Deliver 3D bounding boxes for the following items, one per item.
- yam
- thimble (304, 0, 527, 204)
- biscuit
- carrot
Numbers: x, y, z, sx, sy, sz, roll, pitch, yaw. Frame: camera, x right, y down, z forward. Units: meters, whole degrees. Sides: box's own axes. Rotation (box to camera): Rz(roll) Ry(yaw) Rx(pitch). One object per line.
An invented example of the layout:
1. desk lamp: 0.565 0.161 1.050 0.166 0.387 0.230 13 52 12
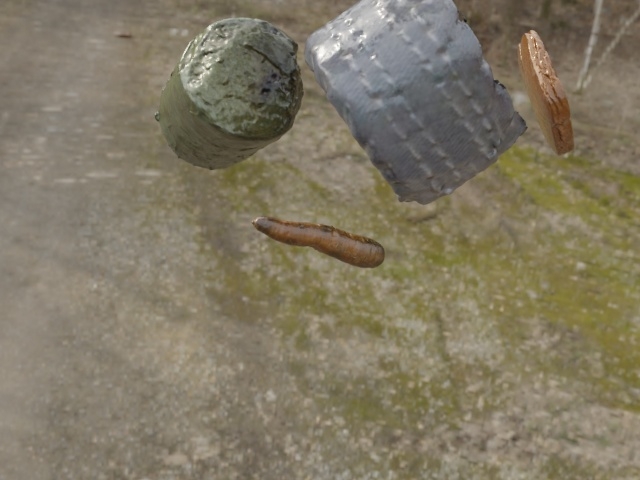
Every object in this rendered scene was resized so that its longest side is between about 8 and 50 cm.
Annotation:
1. yam: -0.142 -0.222 1.437 0.195 0.195 0.300 -3 -4 -19
2. thimble: 0.106 -0.169 1.036 0.172 0.236 0.205 -31 10 12
3. biscuit: 0.296 -0.214 1.253 0.036 0.186 0.192 -19 -23 11
4. carrot: 0.000 -0.002 1.003 0.165 0.035 0.035 18 18 -27
